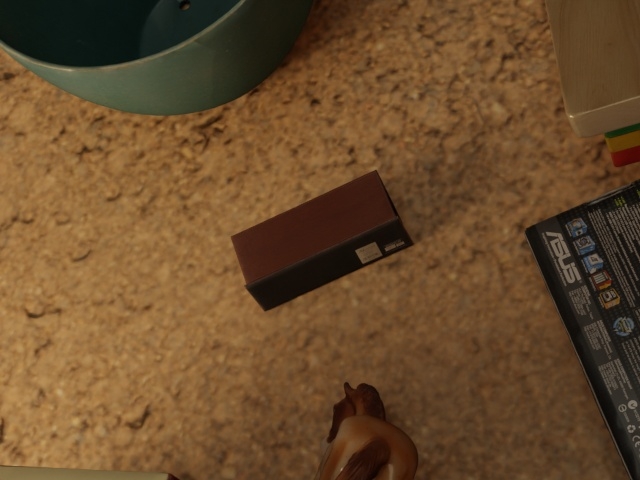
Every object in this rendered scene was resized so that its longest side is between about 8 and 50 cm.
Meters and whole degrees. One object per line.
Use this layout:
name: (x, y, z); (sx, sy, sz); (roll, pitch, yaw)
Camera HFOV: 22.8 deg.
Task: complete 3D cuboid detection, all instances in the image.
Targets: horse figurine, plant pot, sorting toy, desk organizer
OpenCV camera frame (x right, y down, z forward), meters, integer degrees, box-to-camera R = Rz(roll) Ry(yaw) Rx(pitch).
horse figurine: (0.015, 0.174, 1.056); (0.066, 0.263, 0.174); (26, 81, 3)
plant pot: (-0.120, -0.215, 1.297); (0.290, 0.195, 0.290); (-8, 63, 15)
sorting toy: (0.300, -0.178, 1.167); (0.255, 0.089, 0.257); (-16, 43, 14)
desk organizer: (0.000, 0.000, 1.240); (0.130, 0.047, 0.050); (-24, 58, 7)

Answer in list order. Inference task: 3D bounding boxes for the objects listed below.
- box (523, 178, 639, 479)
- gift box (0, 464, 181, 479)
box: (0.290, 0.070, 1.099); (0.216, 0.060, 0.270); (-24, 60, 6)
gift box: (-0.197, 0.265, 1.056); (0.258, 0.276, 0.255); (-1, 60, 20)
